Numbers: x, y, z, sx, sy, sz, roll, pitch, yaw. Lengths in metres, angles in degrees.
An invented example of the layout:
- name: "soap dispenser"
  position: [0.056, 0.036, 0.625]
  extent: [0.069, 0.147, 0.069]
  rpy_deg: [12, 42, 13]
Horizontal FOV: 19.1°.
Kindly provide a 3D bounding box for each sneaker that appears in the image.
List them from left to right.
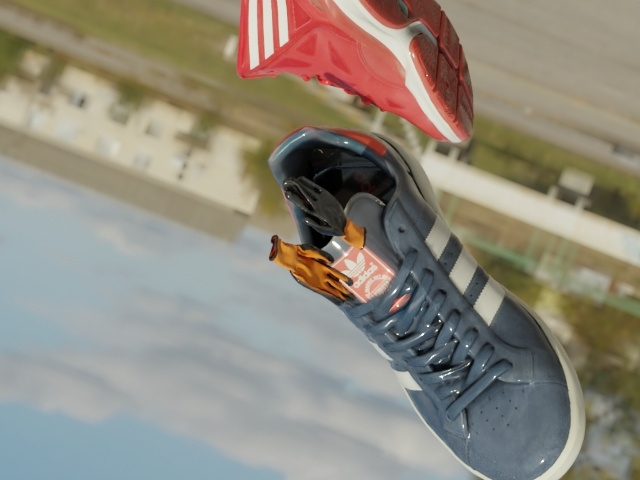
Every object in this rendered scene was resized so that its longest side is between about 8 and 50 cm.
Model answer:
- name: "sneaker"
  position: [0.018, -0.137, 1.386]
  extent: [0.128, 0.087, 0.221]
  rpy_deg: [-13, 139, 27]
- name: "sneaker"
  position: [0.066, 0.046, 1.473]
  extent: [0.148, 0.131, 0.350]
  rpy_deg: [20, -152, -55]

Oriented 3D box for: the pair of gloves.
- name: "pair of gloves"
  position: [0.000, 0.000, 1.236]
  extent: [0.074, 0.083, 0.010]
  rpy_deg: [34, 134, -27]
